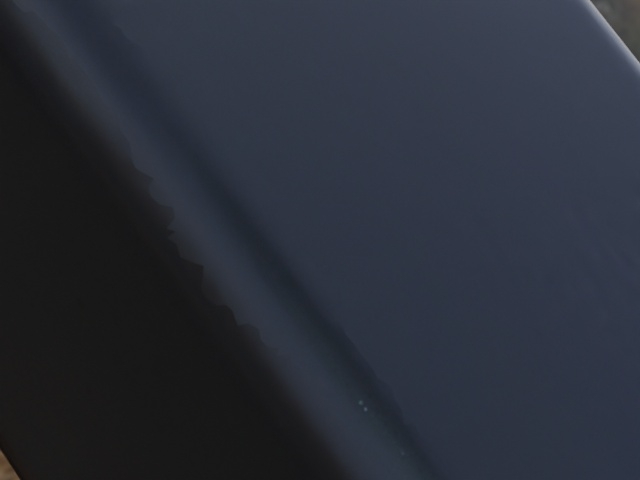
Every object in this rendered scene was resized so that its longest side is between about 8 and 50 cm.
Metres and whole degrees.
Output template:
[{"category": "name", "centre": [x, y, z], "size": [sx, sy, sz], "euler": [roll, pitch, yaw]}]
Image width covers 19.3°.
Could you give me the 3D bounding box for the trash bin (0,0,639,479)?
[{"category": "trash bin", "centre": [0.000, 0.000, 0.428], "size": [0.225, 0.115, 0.165], "euler": [53, 46, -5]}]
